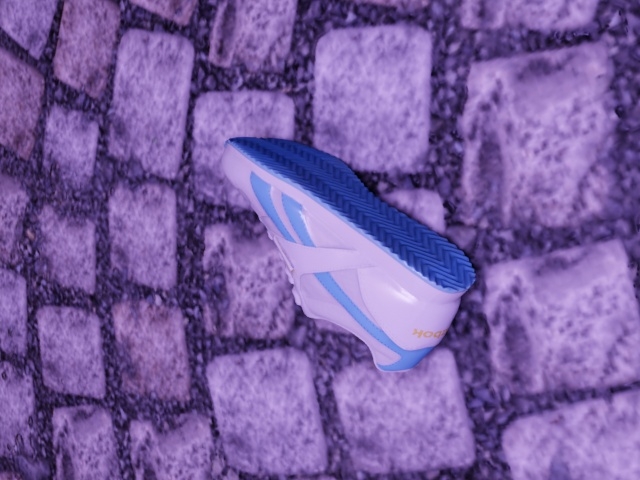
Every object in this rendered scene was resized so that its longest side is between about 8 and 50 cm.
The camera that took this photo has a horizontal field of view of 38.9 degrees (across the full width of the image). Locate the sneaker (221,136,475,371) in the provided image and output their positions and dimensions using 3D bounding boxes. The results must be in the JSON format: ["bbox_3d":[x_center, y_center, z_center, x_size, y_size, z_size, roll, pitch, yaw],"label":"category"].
[{"bbox_3d":[0.000,0.000,0.653,0.229,0.087,0.092,41,122,31],"label":"sneaker"}]
